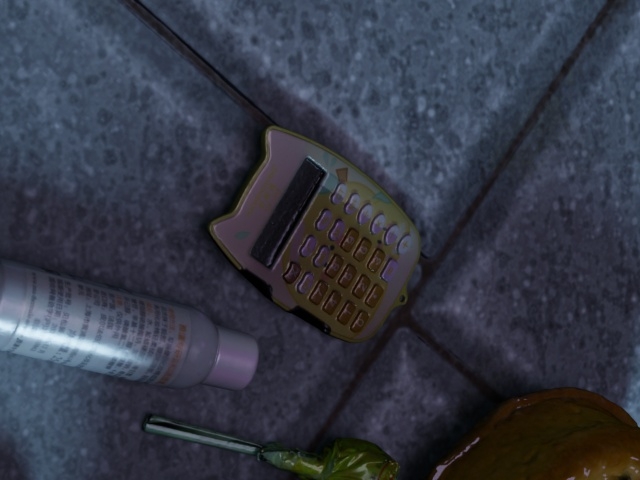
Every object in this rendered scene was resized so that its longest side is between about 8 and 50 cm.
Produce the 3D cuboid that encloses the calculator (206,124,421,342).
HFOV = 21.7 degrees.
[{"bbox_3d":[0.000,0.000,1.620,0.236,0.033,0.157,37,76,-28],"label":"calculator"}]

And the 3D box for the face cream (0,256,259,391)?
[{"bbox_3d":[-0.180,0.084,1.502,0.269,0.082,0.082,17,86,-29],"label":"face cream"}]

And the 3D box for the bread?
[{"bbox_3d":[0.216,0.271,1.662,0.340,0.194,0.179,-36,122,-17],"label":"bread"}]

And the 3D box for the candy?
[{"bbox_3d":[-0.047,0.206,1.601,0.262,0.077,0.073,16,108,-20],"label":"candy"}]
